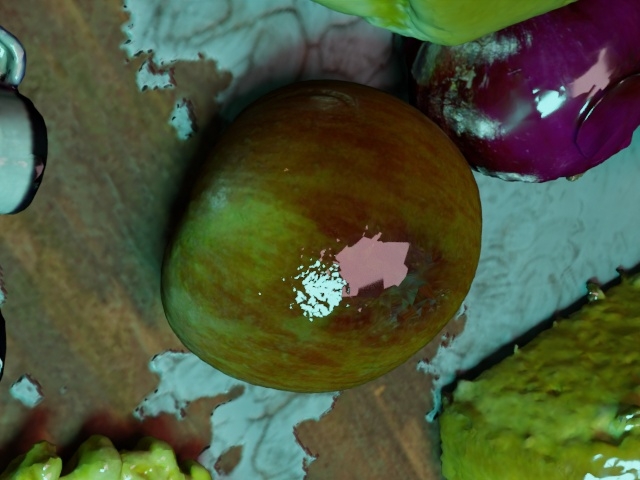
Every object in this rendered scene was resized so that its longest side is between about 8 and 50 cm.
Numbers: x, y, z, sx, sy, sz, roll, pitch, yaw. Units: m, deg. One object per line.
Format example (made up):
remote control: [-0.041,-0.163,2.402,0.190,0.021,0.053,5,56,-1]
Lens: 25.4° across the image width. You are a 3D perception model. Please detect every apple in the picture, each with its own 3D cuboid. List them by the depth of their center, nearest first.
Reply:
apple: [0.000,0.000,0.852,0.173,0.160,0.195,23,92,-18]

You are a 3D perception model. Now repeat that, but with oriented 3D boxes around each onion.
onion: [0.159,-0.095,0.915,0.173,0.135,0.198,-44,133,-3]

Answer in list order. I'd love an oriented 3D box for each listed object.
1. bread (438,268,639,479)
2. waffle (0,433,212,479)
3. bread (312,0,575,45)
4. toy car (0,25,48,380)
bread: [0.264,0.146,1.077,0.340,0.179,0.194,-29,125,-21]
waffle: [-0.176,0.216,0.883,0.219,0.057,0.229,25,96,-40]
bread: [0.090,-0.250,0.719,0.341,0.210,0.300,-15,115,-12]
toy car: [-0.241,-0.016,0.657,0.172,0.158,0.235,9,105,-38]
